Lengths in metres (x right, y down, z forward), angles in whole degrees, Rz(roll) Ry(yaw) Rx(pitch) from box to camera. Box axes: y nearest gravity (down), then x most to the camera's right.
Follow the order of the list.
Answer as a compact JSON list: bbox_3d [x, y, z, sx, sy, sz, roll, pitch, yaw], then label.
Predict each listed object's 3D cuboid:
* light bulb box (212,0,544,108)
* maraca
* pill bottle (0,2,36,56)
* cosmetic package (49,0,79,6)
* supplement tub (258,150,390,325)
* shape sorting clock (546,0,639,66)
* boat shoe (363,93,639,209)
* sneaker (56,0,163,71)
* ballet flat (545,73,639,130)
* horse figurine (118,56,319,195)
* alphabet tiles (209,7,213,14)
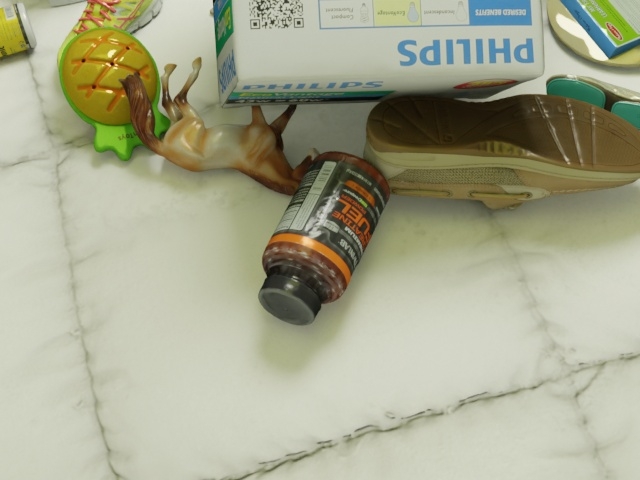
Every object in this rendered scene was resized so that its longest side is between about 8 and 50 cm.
[{"bbox_3d":[0.052,-0.349,1.363,0.358,0.225,0.360,-3,89,-9],"label":"light bulb box"},{"bbox_3d":[-0.266,-0.193,1.511,0.127,0.099,0.185,-21,80,-15],"label":"maraca"},{"bbox_3d":[-0.457,-0.283,1.606,0.116,0.065,0.065,-17,55,-8],"label":"pill bottle"},{"bbox_3d":[-0.384,-0.464,1.700,0.086,0.117,0.231,-13,56,-6],"label":"cosmetic package"},{"bbox_3d":[0.000,0.000,1.341,0.106,0.106,0.197,17,60,16],"label":"supplement tub"},{"bbox_3d":[0.410,-0.316,1.575,0.206,0.040,0.206,-1,58,2],"label":"shape sorting clock"},{"bbox_3d":[0.221,-0.100,1.396,0.341,0.110,0.121,5,49,-1],"label":"boat shoe"},{"bbox_3d":[-0.298,-0.309,1.594,0.082,0.094,0.208,21,60,17],"label":"sneaker"},{"bbox_3d":[0.368,-0.174,1.480,0.168,0.057,0.052,22,31,15],"label":"ballet flat"},{"bbox_3d":[-0.125,-0.144,1.468,0.263,0.066,0.174,5,75,-2],"label":"horse figurine"},{"bbox_3d":[-0.007,-0.355,1.657,0.198,0.009,0.237,31,63,24],"label":"alphabet tiles"}]
